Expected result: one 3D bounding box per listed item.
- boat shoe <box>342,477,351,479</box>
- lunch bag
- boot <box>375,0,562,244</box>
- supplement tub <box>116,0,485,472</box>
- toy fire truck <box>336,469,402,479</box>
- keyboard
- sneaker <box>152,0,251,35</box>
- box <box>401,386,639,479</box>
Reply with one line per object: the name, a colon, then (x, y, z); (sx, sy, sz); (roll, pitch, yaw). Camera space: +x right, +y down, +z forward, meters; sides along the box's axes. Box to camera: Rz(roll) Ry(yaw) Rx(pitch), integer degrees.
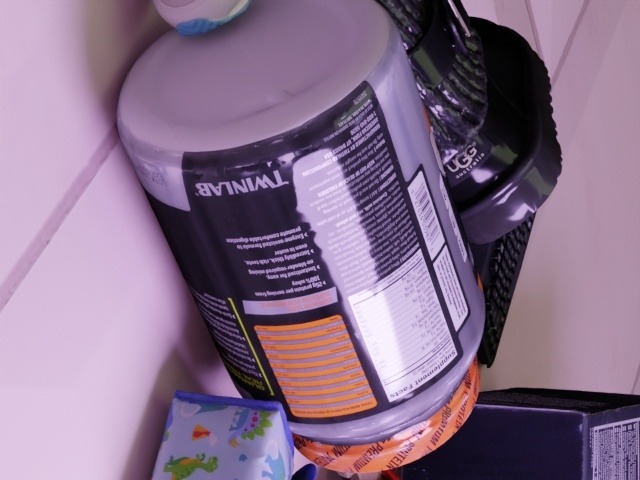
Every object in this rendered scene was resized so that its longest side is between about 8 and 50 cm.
boat shoe: (0.036, 0.181, 1.442); (0.043, 0.049, 0.137); (-143, -141, -68)
lunch bag: (-0.061, 0.195, 1.188); (0.151, 0.096, 0.129); (78, 22, -54)
boot: (0.066, -0.168, 1.406); (0.260, 0.131, 0.348); (44, 13, -19)
supplement tub: (0.000, 0.000, 1.190); (0.194, 0.193, 0.316); (-64, 145, -42)
toy fire truck: (0.031, 0.226, 1.330); (0.217, 0.246, 0.158); (-26, 155, -49)
keyboard: (0.187, -0.048, 1.771); (0.201, 0.033, 0.317); (63, 36, -43)
sneaker: (-0.086, -0.243, 1.146); (0.092, 0.087, 0.229); (35, 50, -56)
box: (0.204, 0.293, 1.625); (0.294, 0.182, 0.296); (6, 86, -63)
